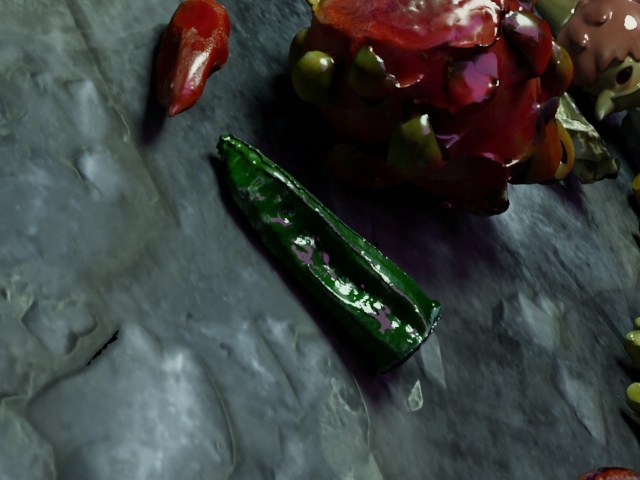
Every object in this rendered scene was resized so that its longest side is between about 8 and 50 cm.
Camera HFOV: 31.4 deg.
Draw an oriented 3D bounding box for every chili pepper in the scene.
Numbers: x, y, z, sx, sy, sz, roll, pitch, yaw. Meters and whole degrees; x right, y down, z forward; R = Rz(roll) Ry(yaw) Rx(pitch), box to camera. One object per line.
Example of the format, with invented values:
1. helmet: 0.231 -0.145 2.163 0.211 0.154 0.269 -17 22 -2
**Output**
1. chili pepper: -0.098 -0.151 0.898 0.050 0.059 0.191 46 30 -29
2. chili pepper: 0.000 0.000 0.895 0.227 0.059 0.088 47 28 -4

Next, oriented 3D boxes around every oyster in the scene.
1. oyster: 0.266 -0.138 1.353 0.191 0.081 0.163 58 5 33

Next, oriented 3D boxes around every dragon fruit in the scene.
1. dragon fruit: 0.114 -0.132 1.010 0.307 0.243 0.227 26 79 -9

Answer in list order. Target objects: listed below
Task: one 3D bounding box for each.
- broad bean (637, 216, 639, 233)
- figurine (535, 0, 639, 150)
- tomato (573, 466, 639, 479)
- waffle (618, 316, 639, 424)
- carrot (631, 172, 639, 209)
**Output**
1. broad bean: 0.497 0.092 1.449 0.292 0.049 0.144 41 29 -24
2. figurine: 0.411 -0.220 1.522 0.387 0.207 0.166 43 72 -5
3. tomato: 0.241 0.294 0.900 0.225 0.085 0.225 32 42 -34
4. waffle: 0.415 0.199 1.237 0.250 0.056 0.261 -3 61 -53
5. carrot: 0.484 -0.030 1.509 0.173 0.082 0.082 47 33 -19
